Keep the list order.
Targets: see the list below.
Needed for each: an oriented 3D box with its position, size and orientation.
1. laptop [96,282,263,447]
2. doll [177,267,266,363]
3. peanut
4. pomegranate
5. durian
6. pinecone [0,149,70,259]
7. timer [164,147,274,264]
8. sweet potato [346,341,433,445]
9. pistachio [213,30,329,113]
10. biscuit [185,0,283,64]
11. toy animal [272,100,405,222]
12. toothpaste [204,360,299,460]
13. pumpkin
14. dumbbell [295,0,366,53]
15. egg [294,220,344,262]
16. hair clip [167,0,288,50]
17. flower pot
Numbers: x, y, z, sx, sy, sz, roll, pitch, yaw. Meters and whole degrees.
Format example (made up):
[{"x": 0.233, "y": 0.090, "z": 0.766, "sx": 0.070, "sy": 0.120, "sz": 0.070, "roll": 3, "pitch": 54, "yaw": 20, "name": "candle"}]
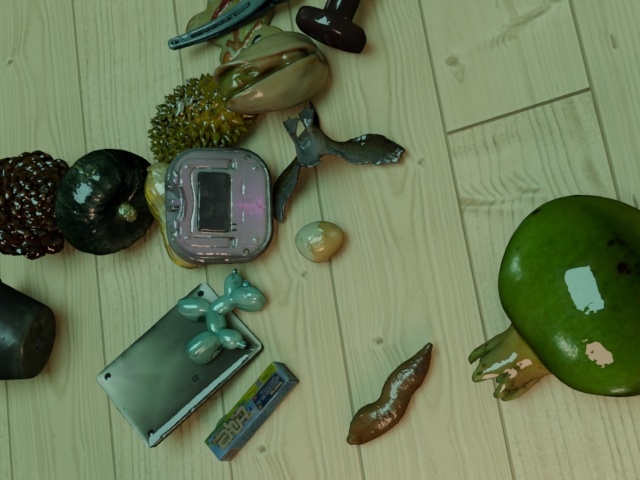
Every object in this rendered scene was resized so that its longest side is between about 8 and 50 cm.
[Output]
[{"x": -0.256, "y": 0.219, "z": 1.807, "sx": 0.269, "sy": 0.015, "sz": 0.187, "roll": -42, "pitch": 62, "yaw": -7, "name": "laptop"}, {"x": -0.173, "y": 0.128, "z": 1.786, "sx": 0.158, "sy": 0.059, "sz": 0.159, "roll": -14, "pitch": 59, "yaw": 9, "name": "doll"}, {"x": -0.262, "y": -0.046, "z": 1.841, "sx": 0.087, "sy": 0.087, "sz": 0.206, "roll": -17, "pitch": 99, "yaw": 23, "name": "peanut"}, {"x": 0.360, "y": 0.101, "z": 1.449, "sx": 0.358, "sy": 0.216, "sz": 0.310, "roll": -40, "pitch": 68, "yaw": 15, "name": "pomegranate"}, {"x": -0.241, "y": -0.228, "z": 1.878, "sx": 0.250, "sy": 0.138, "sz": 0.183, "roll": -37, "pitch": 74, "yaw": 22, "name": "durian"}, {"x": -0.570, "y": -0.060, "z": 1.971, "sx": 0.221, "sy": 0.221, "sz": 0.221, "roll": -6, "pitch": 77, "yaw": 26, "name": "pinecone"}, {"x": -0.178, "y": -0.062, "z": 1.783, "sx": 0.191, "sy": 0.069, "sz": 0.208, "roll": -2, "pitch": 86, "yaw": -16, "name": "timer"}, {"x": 0.118, "y": 0.256, "z": 1.632, "sx": 0.218, "sy": 0.051, "sz": 0.065, "roll": -50, "pitch": 60, "yaw": 10, "name": "sweet potato"}, {"x": -0.081, "y": -0.292, "z": 1.779, "sx": 0.215, "sy": 0.144, "sz": 0.144, "roll": -20, "pitch": 65, "yaw": -21, "name": "pistachio"}, {"x": -0.151, "y": -0.401, "z": 1.922, "sx": 0.234, "sy": 0.030, "sz": 0.153, "roll": 40, "pitch": 100, "yaw": 28, "name": "biscuit"}, {"x": -0.002, "y": -0.177, "z": 1.744, "sx": 0.272, "sy": 0.160, "sz": 0.197, "roll": -18, "pitch": 70, "yaw": 15, "name": "toy animal"}, {"x": -0.126, "y": 0.290, "z": 1.753, "sx": 0.193, "sy": 0.044, "sz": 0.070, "roll": -50, "pitch": 63, "yaw": 9, "name": "toothpaste"}, {"x": -0.393, "y": -0.072, "z": 1.873, "sx": 0.152, "sy": 0.211, "sz": 0.211, "roll": 31, "pitch": 94, "yaw": 20, "name": "pumpkin"}, {"x": 0.054, "y": -0.451, "z": 1.766, "sx": 0.124, "sy": 0.140, "sz": 0.225, "roll": 22, "pitch": 89, "yaw": 10, "name": "dumbbell"}, {"x": 0.000, "y": 0.000, "z": 1.736, "sx": 0.083, "sy": 0.071, "sz": 0.071, "roll": -28, "pitch": 68, "yaw": 16, "name": "egg"}, {"x": -0.169, "y": -0.418, "z": 1.888, "sx": 0.275, "sy": 0.083, "sz": 0.048, "roll": -26, "pitch": 72, "yaw": 26, "name": "hair clip"}, {"x": -0.606, "y": 0.184, "z": 1.944, "sx": 0.148, "sy": 0.235, "sz": 0.235, "roll": 12, "pitch": 85, "yaw": 9, "name": "flower pot"}]
